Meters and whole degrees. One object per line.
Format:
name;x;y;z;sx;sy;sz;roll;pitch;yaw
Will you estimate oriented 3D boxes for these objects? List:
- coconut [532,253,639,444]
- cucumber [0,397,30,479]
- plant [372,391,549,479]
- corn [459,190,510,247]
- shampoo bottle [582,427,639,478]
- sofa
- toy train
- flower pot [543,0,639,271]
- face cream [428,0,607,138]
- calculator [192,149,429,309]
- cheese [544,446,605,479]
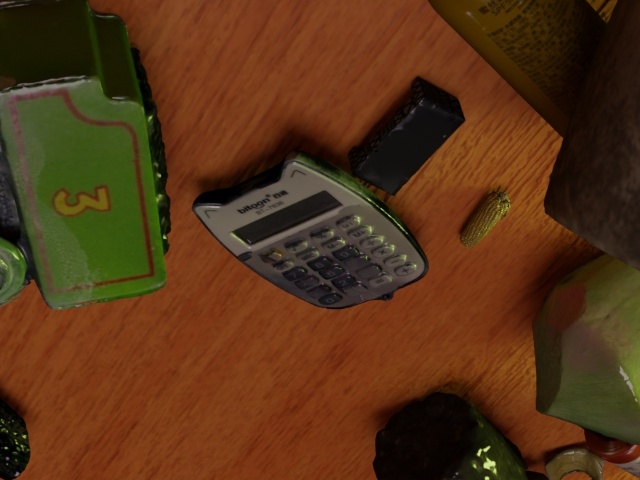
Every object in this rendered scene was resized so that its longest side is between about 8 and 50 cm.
coconut;0.338;0.124;1.301;0.236;0.236;0.204;-39;86;25
cucumber;-0.419;0.190;1.332;0.074;0.074;0.241;-22;131;11
plant;0.193;0.351;1.504;0.194;0.181;0.320;-24;126;17
corn;0.182;-0.024;1.255;0.028;0.027;0.083;21;129;-17
shampoo bottle;0.420;0.253;1.495;0.278;0.104;0.104;30;122;-30
sofa;0.085;-0.104;1.159;0.060;0.039;0.118;24;124;-29
toy train;-0.267;-0.071;1.051;0.249;0.173;0.307;-9;133;-9
flower pot;0.352;-0.117;0.941;0.294;0.293;0.330;25;100;-28
face cream;0.196;-0.192;1.049;0.105;0.105;0.349;-37;128;23
calculator;0.000;0.000;1.221;0.177;0.040;0.268;-22;135;28
cheese;0.356;0.313;1.583;0.084;0.041;0.060;-6;129;23
